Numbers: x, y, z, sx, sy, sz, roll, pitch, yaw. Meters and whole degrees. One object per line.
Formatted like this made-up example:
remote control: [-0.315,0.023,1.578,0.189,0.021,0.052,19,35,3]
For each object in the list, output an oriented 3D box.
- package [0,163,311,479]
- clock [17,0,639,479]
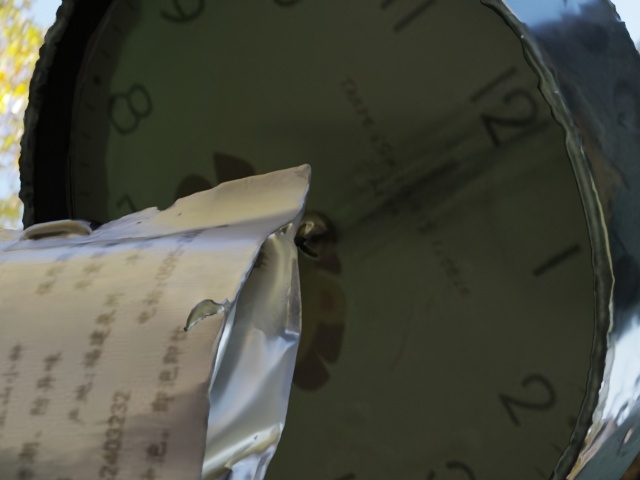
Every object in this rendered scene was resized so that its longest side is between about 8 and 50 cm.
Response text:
package: [-0.119,0.076,0.559,0.203,0.251,0.062,-7,-42,25]
clock: [0.000,0.000,0.704,0.312,0.061,0.313,12,-69,34]
